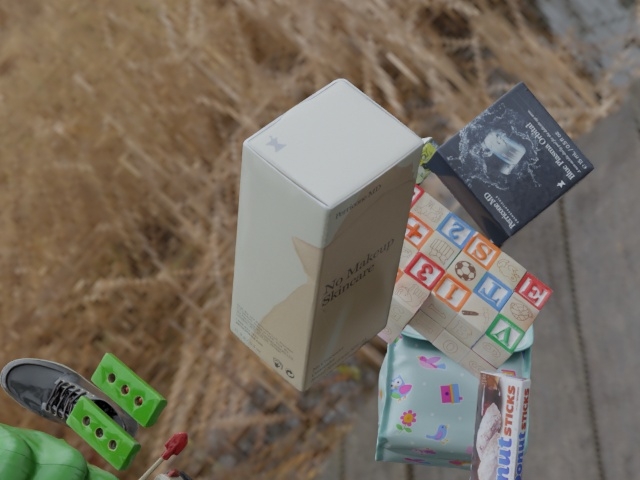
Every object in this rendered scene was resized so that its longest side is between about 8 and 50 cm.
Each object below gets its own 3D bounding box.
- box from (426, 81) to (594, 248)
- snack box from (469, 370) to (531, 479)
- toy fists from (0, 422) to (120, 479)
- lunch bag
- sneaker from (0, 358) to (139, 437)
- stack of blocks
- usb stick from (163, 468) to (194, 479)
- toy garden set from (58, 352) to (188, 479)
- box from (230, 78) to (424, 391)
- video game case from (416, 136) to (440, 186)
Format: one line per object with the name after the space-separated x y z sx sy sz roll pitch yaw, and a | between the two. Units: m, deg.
0.255 -0.100 2.003 0.158 0.156 0.093 -39 -5 -10 | box
0.215 0.250 1.789 0.064 0.022 0.178 9 97 41 | snack box
-0.162 0.199 0.840 0.142 0.279 0.096 1 44 19 | toy fists
0.199 0.197 2.185 0.160 0.223 0.262 89 -171 -67 | lunch bag
-0.371 0.229 2.168 0.118 0.222 0.083 94 -161 -80 | sneaker
0.128 0.047 1.900 0.171 0.297 0.087 -50 -3 -37 | stack of blocks
-0.101 0.398 1.891 0.045 0.278 0.077 -38 -19 -47 | usb stick
-0.255 0.303 1.908 0.244 0.204 0.049 -59 -28 10 | toy garden set
0.000 0.000 1.551 0.148 0.121 0.311 -36 -27 -29 | box
0.065 -0.061 2.235 0.210 0.042 0.232 -50 17 -17 | video game case
